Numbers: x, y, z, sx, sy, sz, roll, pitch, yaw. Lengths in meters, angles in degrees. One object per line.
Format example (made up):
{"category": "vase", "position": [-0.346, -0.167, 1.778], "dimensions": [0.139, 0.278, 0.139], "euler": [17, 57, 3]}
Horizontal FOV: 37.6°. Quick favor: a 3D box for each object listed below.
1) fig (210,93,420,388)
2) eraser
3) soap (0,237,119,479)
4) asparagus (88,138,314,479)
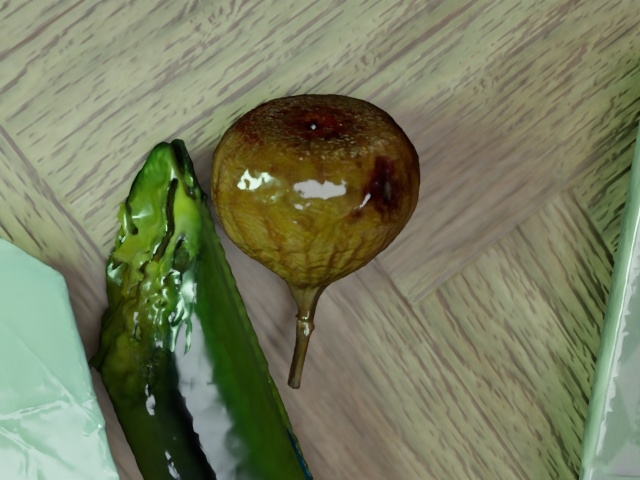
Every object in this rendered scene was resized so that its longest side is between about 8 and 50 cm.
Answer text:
{"category": "fig", "position": [0.000, 0.000, 0.681], "dimensions": [0.146, 0.134, 0.201], "euler": [-5, 116, 0]}
{"category": "eraser", "position": [0.321, 0.052, 0.781], "dimensions": [0.213, 0.082, 0.397], "euler": [7, 97, -15]}
{"category": "soap", "position": [-0.310, 0.135, 0.563], "dimensions": [0.346, 0.115, 0.208], "euler": [-14, 82, -19]}
{"category": "asparagus", "position": [-0.085, 0.124, 0.679], "dimensions": [0.128, 0.108, 0.382], "euler": [-21, 101, -9]}
